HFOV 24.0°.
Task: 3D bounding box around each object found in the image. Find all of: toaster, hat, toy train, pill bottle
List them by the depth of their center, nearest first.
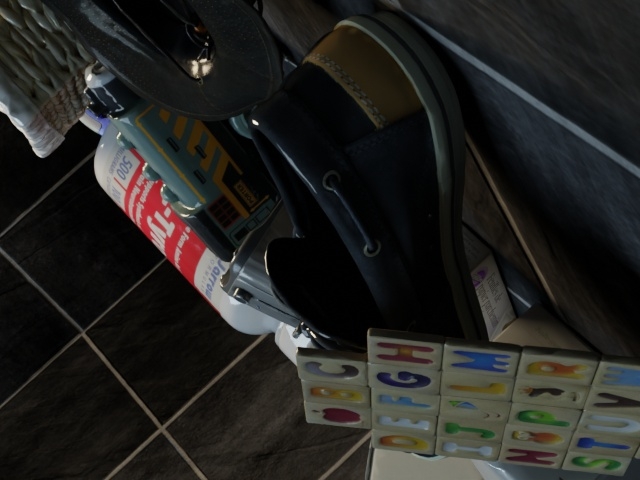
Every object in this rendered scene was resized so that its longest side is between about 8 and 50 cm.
[{"bbox_3d":[-0.140,-0.253,1.349,0.331,0.134,0.331,30,160,12],"label":"hat"},{"bbox_3d":[0.000,0.000,1.692,0.146,0.227,0.129,33,156,-2],"label":"toaster"},{"bbox_3d":[-0.131,-0.130,1.771,0.334,0.190,0.142,51,172,-31],"label":"toy train"},{"bbox_3d":[-0.096,-0.026,2.003,0.407,0.229,0.229,45,173,20],"label":"pill bottle"}]

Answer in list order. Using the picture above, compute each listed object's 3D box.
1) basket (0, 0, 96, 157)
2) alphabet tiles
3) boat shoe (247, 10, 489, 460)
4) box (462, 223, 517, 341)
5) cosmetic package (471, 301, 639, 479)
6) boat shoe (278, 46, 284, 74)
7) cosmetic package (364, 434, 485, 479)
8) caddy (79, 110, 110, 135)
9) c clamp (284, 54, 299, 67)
[{"bbox_3d":[-0.388,-0.325,1.968,0.328,0.266,0.331,48,173,-1],"label":"basket"},{"bbox_3d":[0.153,0.138,1.227,0.342,0.011,0.285,6,156,5],"label":"alphabet tiles"},{"bbox_3d":[0.037,0.032,1.279,0.187,0.156,0.500,43,157,36],"label":"boat shoe"},{"bbox_3d":[0.167,0.078,1.619,0.067,0.063,0.324,44,173,27],"label":"box"},{"bbox_3d":[0.273,0.251,1.547,0.197,0.155,0.365,45,172,38],"label":"cosmetic package"},{"bbox_3d":[-0.081,-0.216,1.600,0.133,0.049,0.042,52,149,30],"label":"boat shoe"},{"bbox_3d":[0.184,0.266,1.792,0.153,0.129,0.296,4,170,26],"label":"cosmetic package"},{"bbox_3d":[-0.299,-0.245,2.258,0.341,0.179,0.241,45,174,19],"label":"caddy"},{"bbox_3d":[0.009,-0.120,1.557,0.137,0.022,0.160,37,158,3],"label":"c clamp"}]
